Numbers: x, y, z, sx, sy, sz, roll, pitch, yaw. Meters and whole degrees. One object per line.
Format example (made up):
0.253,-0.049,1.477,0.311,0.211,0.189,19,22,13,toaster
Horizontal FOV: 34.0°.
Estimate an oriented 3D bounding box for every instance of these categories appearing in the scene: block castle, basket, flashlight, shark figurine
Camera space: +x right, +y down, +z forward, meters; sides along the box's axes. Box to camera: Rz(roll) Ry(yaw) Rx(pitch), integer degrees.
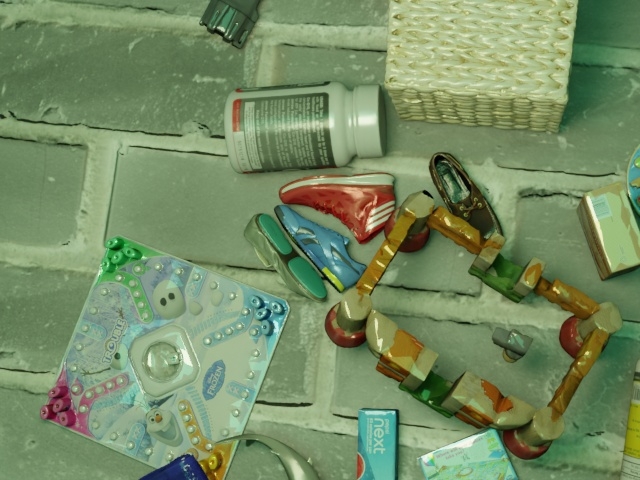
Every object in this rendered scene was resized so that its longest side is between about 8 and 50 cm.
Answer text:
0.261,0.152,1.828,0.453,0.213,0.303,31,72,6,block castle
0.281,-0.353,1.828,0.331,0.328,0.266,7,87,10,basket
-0.133,-0.535,2.036,0.103,0.103,0.304,31,91,38,flashlight
-0.056,0.439,1.879,0.166,0.116,0.278,-40,84,34,shark figurine

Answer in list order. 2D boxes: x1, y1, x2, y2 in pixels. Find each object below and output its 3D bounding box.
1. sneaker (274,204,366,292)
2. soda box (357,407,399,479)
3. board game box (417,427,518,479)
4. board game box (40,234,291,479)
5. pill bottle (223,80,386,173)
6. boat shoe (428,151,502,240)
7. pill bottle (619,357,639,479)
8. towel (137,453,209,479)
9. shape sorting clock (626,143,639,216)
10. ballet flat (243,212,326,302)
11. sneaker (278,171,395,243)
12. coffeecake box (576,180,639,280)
0.000,0.000,1.970,0.082,0.069,0.209,-42,80,-4,sneaker
0.104,0.412,1.901,0.071,0.067,0.210,0,83,10,soda box
0.266,0.412,1.893,0.154,0.026,0.103,-23,81,7,board game box
-0.303,0.230,2.002,0.390,0.050,0.390,21,88,11,board game box
-0.025,-0.211,1.947,0.283,0.161,0.161,-3,83,10,pill bottle
0.264,-0.072,1.927,0.073,0.073,0.207,-36,80,3,boat shoe
0.605,0.372,1.757,0.187,0.188,0.334,9,86,11,pill bottle
-0.242,0.564,1.924,0.227,0.076,0.308,-32,86,20,towel
0.654,-0.108,1.878,0.206,0.040,0.206,-1,84,10,shape sorting clock
-0.069,0.044,1.982,0.213,0.072,0.068,52,124,12,ballet flat
0.033,-0.055,1.959,0.221,0.087,0.128,-6,81,10,sneaker
0.505,-0.012,1.819,0.068,0.185,0.142,-19,80,7,coffeecake box
